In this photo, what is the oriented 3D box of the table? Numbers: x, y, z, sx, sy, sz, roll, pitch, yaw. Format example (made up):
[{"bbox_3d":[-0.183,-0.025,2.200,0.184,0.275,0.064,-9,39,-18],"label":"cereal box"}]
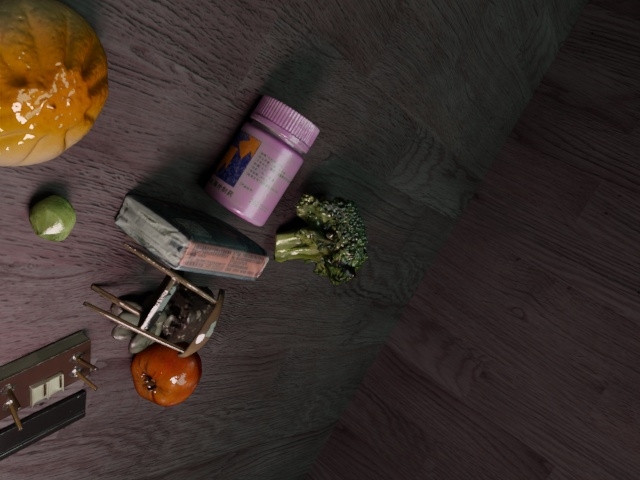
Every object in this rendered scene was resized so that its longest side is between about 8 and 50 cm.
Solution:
[{"bbox_3d":[-0.624,0.327,1.436,0.240,0.111,0.121,-26,141,-44],"label":"table"}]

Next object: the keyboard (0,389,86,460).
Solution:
[{"bbox_3d":[-0.715,0.470,1.541,0.310,0.018,0.101,-24,137,-47],"label":"keyboard"}]

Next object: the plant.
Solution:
[{"bbox_3d":[-0.404,0.197,1.621,0.274,0.146,0.149,-9,136,-45],"label":"plant"}]

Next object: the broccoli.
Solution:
[{"bbox_3d":[0.022,-0.007,1.959,0.317,0.338,0.277,-3,94,-33],"label":"broccoli"}]

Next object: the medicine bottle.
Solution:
[{"bbox_3d":[-0.146,-0.199,1.576,0.290,0.178,0.178,-58,153,3],"label":"medicine bottle"}]

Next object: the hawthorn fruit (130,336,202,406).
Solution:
[{"bbox_3d":[-0.409,0.345,1.741,0.225,0.196,0.196,-36,150,-63],"label":"hawthorn fruit"}]

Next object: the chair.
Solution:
[{"bbox_3d":[-0.370,0.128,1.437,0.188,0.272,0.166,-56,-164,1],"label":"chair"}]

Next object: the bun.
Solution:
[{"bbox_3d":[-0.471,-0.246,1.013,0.299,0.165,0.299,-38,146,-32],"label":"bun"}]

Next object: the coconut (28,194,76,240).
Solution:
[{"bbox_3d":[-0.526,-0.041,1.232,0.096,0.088,0.088,-70,172,-50],"label":"coconut"}]

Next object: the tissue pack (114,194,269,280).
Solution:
[{"bbox_3d":[-0.295,-0.002,1.489,0.103,0.228,0.316,-61,153,7],"label":"tissue pack"}]
